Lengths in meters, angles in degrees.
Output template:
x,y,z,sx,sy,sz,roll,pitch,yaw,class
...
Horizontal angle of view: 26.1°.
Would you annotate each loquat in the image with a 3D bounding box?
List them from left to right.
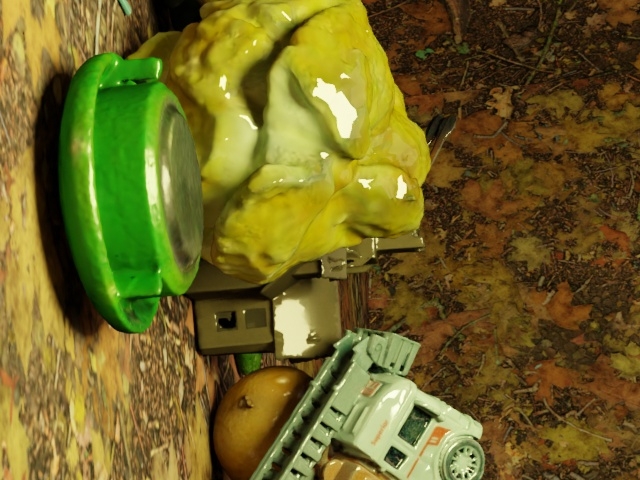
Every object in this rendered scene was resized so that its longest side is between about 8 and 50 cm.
x,y,z,sx,sy,sz,roll,pitch,yaw,class
-0.050,0.202,1.466,0.141,0.141,0.141,-5,90,-84,loquat

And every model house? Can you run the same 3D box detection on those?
x,y,z,sx,sy,sz,roll,pitch,yaw,class
-0.009,0.023,1.451,0.211,0.243,0.204,52,33,-80,model house

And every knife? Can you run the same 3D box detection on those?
x,y,z,sx,sy,sz,roll,pitch,yaw,class
-0.179,-0.224,1.202,0.091,0.005,0.014,69,18,-66,knife

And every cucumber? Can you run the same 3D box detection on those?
x,y,z,sx,sy,sz,roll,pitch,yaw,class
-0.089,0.099,1.624,0.039,0.039,0.168,-85,170,-59,cucumber

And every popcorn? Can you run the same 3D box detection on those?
x,y,z,sx,sy,sz,roll,pitch,yaw,class
-0.025,-0.098,1.230,0.225,0.276,0.276,50,-16,35,popcorn

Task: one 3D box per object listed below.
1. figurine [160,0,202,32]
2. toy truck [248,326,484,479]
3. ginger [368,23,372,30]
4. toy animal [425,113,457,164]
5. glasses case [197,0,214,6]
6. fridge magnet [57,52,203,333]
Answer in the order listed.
x,y,z,sx,sy,sz,roll,pitch,yaw,class
-0.106,-0.269,1.425,0.147,0.126,0.192,-41,-142,44,figurine
0.023,0.248,1.363,0.184,0.133,0.338,39,74,-27,toy truck
-0.075,-0.365,1.722,0.348,0.122,0.363,63,-3,-20,ginger
0.024,-0.066,1.851,0.225,0.284,0.302,15,-92,53,toy animal
-0.090,-0.255,1.317,0.234,0.079,0.064,48,-10,-17,glasses case
-0.139,-0.035,1.018,0.208,0.088,0.208,-5,90,-84,fridge magnet
